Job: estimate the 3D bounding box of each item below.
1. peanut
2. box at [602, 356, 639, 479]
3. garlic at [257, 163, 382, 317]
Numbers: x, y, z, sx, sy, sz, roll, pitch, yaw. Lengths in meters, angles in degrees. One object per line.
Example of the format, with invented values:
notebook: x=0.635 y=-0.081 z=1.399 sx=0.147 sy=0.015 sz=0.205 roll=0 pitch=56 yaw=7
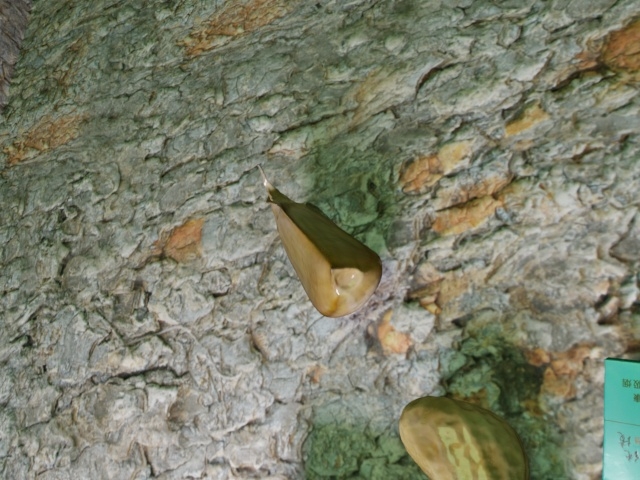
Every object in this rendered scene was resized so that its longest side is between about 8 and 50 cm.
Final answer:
peanut: x=0.230 y=0.346 z=0.897 sx=0.159 sy=0.143 sz=0.291 roll=-30 pitch=59 yaw=6
box: x=0.453 y=0.274 z=0.811 sx=0.161 sy=0.042 sz=0.226 roll=1 pitch=86 yaw=35
garlic: x=-0.001 y=0.001 z=1.189 sx=0.151 sy=0.196 sz=0.338 roll=-32 pitch=50 yaw=-4
